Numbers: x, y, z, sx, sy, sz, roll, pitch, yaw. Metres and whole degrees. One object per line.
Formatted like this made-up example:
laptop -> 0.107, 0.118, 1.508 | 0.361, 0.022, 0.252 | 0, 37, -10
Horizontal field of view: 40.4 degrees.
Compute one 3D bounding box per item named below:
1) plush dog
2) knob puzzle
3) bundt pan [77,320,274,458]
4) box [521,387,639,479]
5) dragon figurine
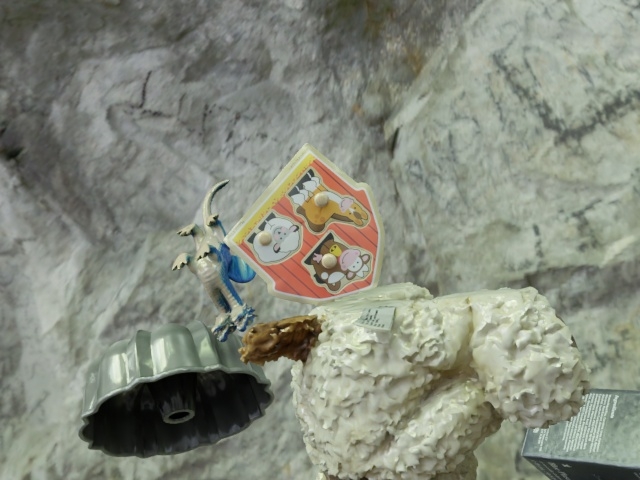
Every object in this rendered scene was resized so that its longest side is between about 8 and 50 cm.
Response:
plush dog -> 0.054, 0.157, 0.652 | 0.210, 0.262, 0.225 | -9, -87, -28
knob puzzle -> 0.000, 0.000, 1.129 | 0.213, 0.030, 0.213 | 0, -88, -4
bundt pan -> -0.251, 0.245, 1.478 | 0.331, 0.124, 0.331 | -13, -32, -8
box -> 0.339, 0.241, 0.979 | 0.158, 0.093, 0.156 | -7, -39, 46
dragon figurine -> -0.163, 0.035, 1.433 | 0.085, 0.289, 0.144 | -26, -54, 18
